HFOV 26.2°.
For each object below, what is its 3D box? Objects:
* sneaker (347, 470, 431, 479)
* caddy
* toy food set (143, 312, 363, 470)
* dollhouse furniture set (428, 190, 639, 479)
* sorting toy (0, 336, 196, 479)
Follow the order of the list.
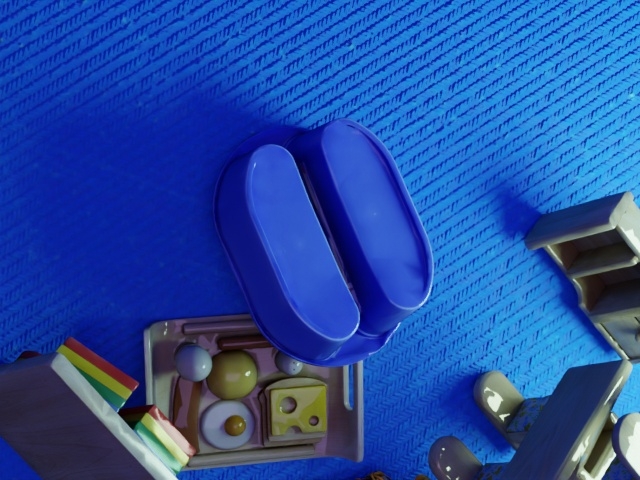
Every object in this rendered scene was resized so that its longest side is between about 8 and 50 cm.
[{"bbox_3d":[0.068,0.371,1.974,0.214,0.084,0.083,8,93,-24],"label":"sneaker"},{"bbox_3d":[0.000,0.000,1.851,0.241,0.179,0.341,-21,86,-22],"label":"caddy"},{"bbox_3d":[-0.091,0.215,1.905,0.306,0.092,0.220,-3,98,-13],"label":"toy food set"},{"bbox_3d":[0.351,0.165,1.880,0.256,0.362,0.394,49,57,-16],"label":"dollhouse furniture set"},{"bbox_3d":[-0.309,0.234,1.791,0.255,0.257,0.089,51,52,-20],"label":"sorting toy"}]
